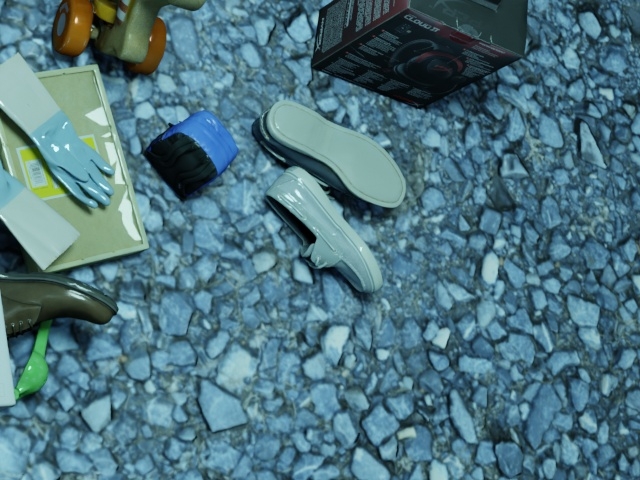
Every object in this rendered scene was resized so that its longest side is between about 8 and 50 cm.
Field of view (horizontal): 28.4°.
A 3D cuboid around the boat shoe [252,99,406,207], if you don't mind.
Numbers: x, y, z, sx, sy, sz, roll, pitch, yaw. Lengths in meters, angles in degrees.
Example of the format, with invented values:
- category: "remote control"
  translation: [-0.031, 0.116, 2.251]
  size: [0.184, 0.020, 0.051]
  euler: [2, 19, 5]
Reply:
- category: "boat shoe"
  translation: [0.012, -0.121, 1.899]
  size: [0.254, 0.079, 0.095]
  euler: [25, 68, -23]

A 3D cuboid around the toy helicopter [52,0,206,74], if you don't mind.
- category: "toy helicopter"
  translation: [-0.219, -0.347, 1.640]
  size: [0.140, 0.355, 0.235]
  euler: [11, 89, -30]

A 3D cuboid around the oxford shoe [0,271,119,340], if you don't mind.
- category: "oxford shoe"
  translation: [-0.368, 0.087, 1.578]
  size: [0.227, 0.083, 0.096]
  euler: [8, 68, -6]

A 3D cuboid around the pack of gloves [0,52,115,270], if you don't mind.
- category: "pack of gloves"
  translation: [-0.383, -0.099, 1.627]
  size: [0.232, 0.046, 0.195]
  euler: [51, 44, -13]

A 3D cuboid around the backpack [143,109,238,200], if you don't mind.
- category: "backpack"
  translation: [-0.172, -0.131, 1.757]
  size: [0.098, 0.120, 0.101]
  euler: [46, 58, -14]

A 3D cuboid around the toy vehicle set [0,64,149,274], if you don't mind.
- category: "toy vehicle set"
  translation: [-0.343, -0.095, 1.689]
  size: [0.166, 0.035, 0.267]
  euler: [-13, 85, -35]

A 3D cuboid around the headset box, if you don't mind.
- category: "headset box"
  translation: [0.157, -0.320, 1.914]
  size: [0.218, 0.293, 0.110]
  euler: [17, 69, -28]

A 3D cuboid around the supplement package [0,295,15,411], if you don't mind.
- category: "supplement package"
  translation: [-0.477, 0.068, 1.421]
  size: [0.177, 0.175, 0.293]
  euler: [2, 70, -41]

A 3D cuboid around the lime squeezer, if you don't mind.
- category: "lime squeezer"
  translation: [-0.410, 0.161, 1.568]
  size: [0.310, 0.059, 0.110]
  euler: [-35, 98, -33]

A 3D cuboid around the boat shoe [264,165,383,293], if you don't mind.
- category: "boat shoe"
  translation: [0.000, -0.001, 1.870]
  size: [0.081, 0.079, 0.227]
  euler: [-41, 98, -21]
